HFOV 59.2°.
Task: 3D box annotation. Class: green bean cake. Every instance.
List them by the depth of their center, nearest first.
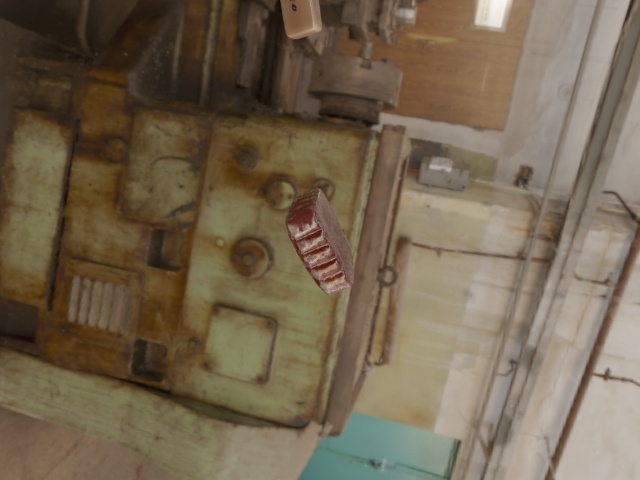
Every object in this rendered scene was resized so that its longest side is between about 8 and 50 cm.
[{"bbox_3d":[0.000,0.000,0.829,0.135,0.056,0.135,63,15,-16],"label":"green bean cake"}]

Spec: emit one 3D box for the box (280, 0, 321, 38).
[{"bbox_3d":[-0.029,-0.312,0.694,0.025,0.048,0.115,-18,103,-51],"label":"box"}]
